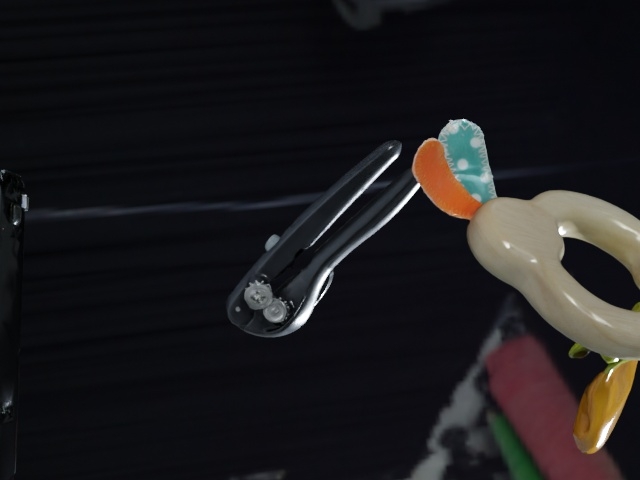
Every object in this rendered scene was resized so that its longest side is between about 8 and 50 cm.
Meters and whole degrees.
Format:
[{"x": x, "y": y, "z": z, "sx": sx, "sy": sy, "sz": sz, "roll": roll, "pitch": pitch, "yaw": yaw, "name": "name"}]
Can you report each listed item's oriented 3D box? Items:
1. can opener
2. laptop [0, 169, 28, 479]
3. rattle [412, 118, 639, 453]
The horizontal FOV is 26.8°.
[{"x": 0.000, "y": 0.000, "z": 0.956, "sx": 0.186, "sy": 0.059, "sz": 0.073, "roll": -51, "pitch": -178, "yaw": 23, "name": "can opener"}, {"x": -0.203, "y": 0.083, "z": 0.570, "sx": 0.264, "sy": 0.137, "sz": 0.234, "roll": 26, "pitch": 63, "yaw": -75, "name": "laptop"}, {"x": 0.124, "y": 0.029, "z": 0.840, "sx": 0.142, "sy": 0.200, "sz": 0.130, "roll": 121, "pitch": -12, "yaw": -55, "name": "rattle"}]
